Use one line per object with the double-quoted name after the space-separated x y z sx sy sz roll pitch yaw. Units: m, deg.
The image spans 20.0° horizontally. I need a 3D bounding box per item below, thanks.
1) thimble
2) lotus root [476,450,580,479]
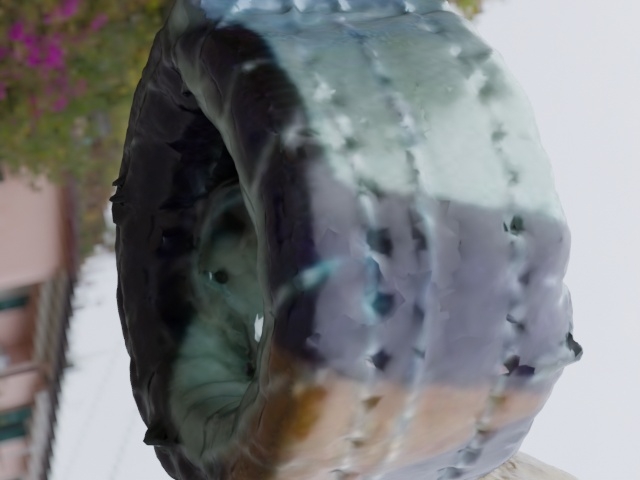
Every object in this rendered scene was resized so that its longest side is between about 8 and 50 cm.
0.000 0.000 0.808 0.237 0.150 0.237 12 -77 63 "thimble"
0.093 0.204 1.186 0.146 0.284 0.160 -62 -144 22 "lotus root"
